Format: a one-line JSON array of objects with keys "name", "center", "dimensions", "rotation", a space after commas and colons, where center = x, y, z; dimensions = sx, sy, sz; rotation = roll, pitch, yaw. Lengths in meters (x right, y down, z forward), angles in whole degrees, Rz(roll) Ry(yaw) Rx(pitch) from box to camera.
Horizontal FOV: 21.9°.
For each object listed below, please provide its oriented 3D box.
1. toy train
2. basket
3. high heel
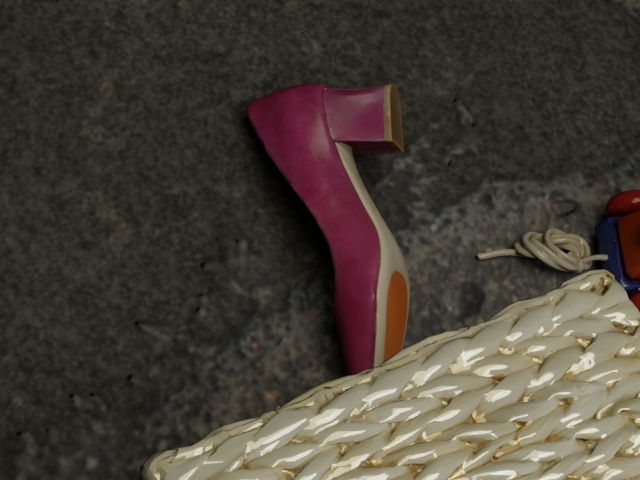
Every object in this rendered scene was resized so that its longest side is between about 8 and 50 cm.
[{"name": "toy train", "center": [0.257, -0.008, 1.230], "dimensions": [0.248, 0.143, 0.105], "rotation": [1, 65, -16]}, {"name": "basket", "center": [0.071, 0.228, 0.962], "dimensions": [0.331, 0.328, 0.266], "rotation": [-21, 70, -23]}, {"name": "high heel", "center": [0.000, 0.000, 1.208], "dimensions": [0.117, 0.082, 0.244], "rotation": [-5, 78, 16]}]
